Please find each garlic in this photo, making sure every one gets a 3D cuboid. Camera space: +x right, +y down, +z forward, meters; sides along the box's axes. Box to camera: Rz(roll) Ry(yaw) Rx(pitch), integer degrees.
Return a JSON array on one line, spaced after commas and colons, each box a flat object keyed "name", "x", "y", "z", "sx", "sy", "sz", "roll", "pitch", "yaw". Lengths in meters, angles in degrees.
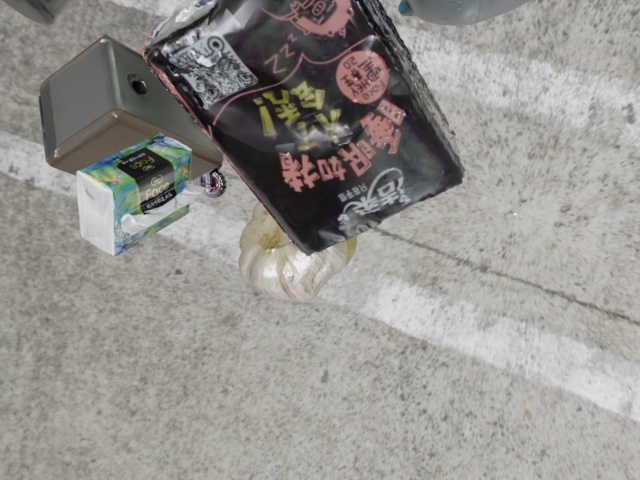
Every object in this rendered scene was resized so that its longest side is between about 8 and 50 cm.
[{"name": "garlic", "x": -0.030, "y": 0.028, "z": 1.227, "sx": 0.218, "sy": 0.212, "sz": 0.219, "roll": -14, "pitch": 59, "yaw": 24}]

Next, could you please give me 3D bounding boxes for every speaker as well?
[{"name": "speaker", "x": -0.301, "y": -0.185, "z": 1.065, "sx": 0.192, "sy": 0.230, "sz": 0.153, "roll": -24, "pitch": 68, "yaw": 26}]

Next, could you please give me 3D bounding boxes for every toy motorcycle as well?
[{"name": "toy motorcycle", "x": -0.278, "y": -0.202, "z": 1.515, "sx": 0.122, "sy": 0.080, "sz": 0.216, "roll": 3, "pitch": 107, "yaw": 26}]

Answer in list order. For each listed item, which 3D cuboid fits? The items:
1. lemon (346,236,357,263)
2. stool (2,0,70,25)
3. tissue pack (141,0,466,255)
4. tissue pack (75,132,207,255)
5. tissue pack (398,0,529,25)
[{"name": "lemon", "x": 0.000, "y": 0.000, "z": 1.631, "sx": 0.183, "sy": 0.248, "sz": 0.184, "roll": 0, "pitch": 83, "yaw": -1}, {"name": "stool", "x": -0.489, "y": -0.457, "z": 1.074, "sx": 0.228, "sy": 0.153, "sz": 0.139, "roll": 32, "pitch": 80, "yaw": -4}, {"name": "tissue pack", "x": -0.011, "y": -0.153, "z": 0.753, "sx": 0.244, "sy": 0.123, "sz": 0.332, "roll": -25, "pitch": 124, "yaw": 21}, {"name": "tissue pack", "x": -0.180, "y": -0.044, "z": 0.683, "sx": 0.079, "sy": 0.111, "sz": 0.085, "roll": 28, "pitch": 130, "yaw": 22}, {"name": "tissue pack", "x": 0.185, "y": -0.402, "z": 0.863, "sx": 0.205, "sy": 0.287, "sz": 0.198, "roll": -11, "pitch": 89, "yaw": 9}]
